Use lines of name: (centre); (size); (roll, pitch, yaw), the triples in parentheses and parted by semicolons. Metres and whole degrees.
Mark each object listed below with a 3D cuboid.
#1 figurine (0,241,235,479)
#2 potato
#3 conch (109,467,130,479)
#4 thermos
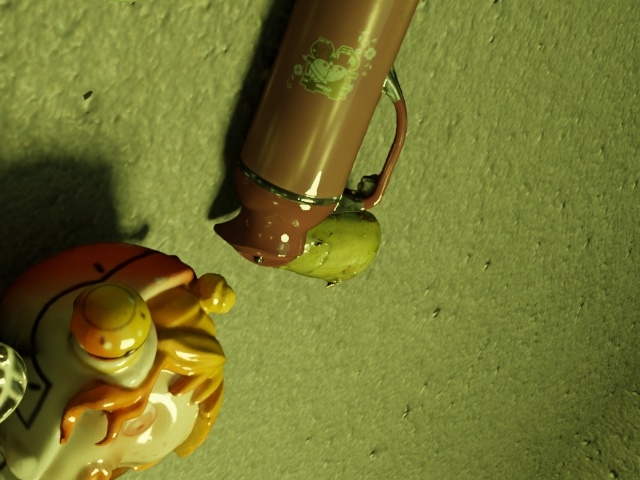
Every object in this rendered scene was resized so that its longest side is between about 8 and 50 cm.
figurine: (-0.212, 0.109, 0.852); (0.323, 0.196, 0.320); (-12, 152, -43)
potato: (0.000, 0.000, 1.164); (0.105, 0.085, 0.188); (-44, 153, 27)
conch: (-0.207, 0.200, 1.050); (0.233, 0.086, 0.080); (-9, 85, -45)
thermos: (0.006, -0.119, 1.007); (0.136, 0.109, 0.330); (9, 115, -30)
